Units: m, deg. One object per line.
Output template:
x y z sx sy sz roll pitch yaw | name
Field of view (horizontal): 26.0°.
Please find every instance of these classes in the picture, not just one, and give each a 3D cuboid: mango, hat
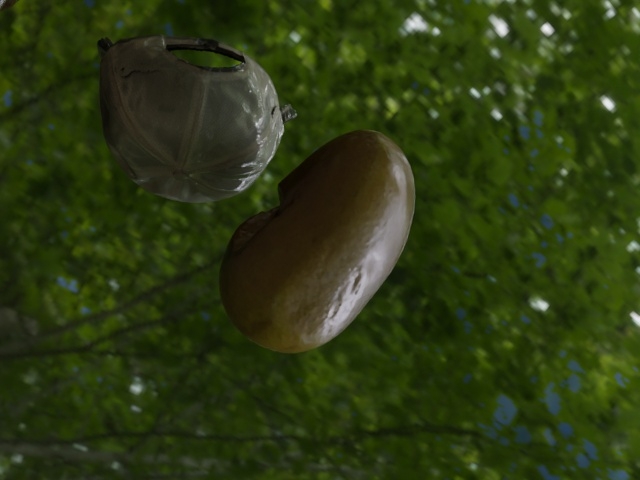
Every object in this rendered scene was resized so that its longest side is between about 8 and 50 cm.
0.000 0.000 1.394 0.262 0.167 0.130 -52 -133 20 | mango
-0.150 -0.120 1.486 0.161 0.232 0.275 -69 -168 -9 | hat

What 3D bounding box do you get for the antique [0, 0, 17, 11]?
-0.460 -0.294 1.785 0.257 0.121 0.143 -60 -174 30 | antique
